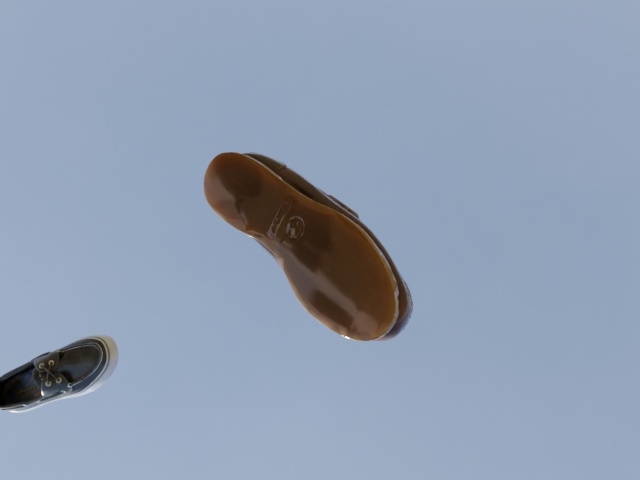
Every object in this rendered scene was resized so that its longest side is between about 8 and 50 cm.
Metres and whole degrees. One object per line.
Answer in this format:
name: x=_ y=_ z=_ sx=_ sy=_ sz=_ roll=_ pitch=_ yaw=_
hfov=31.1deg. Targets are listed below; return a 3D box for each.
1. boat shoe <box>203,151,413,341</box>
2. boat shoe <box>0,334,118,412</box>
boat shoe: x=0.000 y=0.000 z=0.851 sx=0.207 sy=0.073 sz=0.073 roll=46 pitch=-162 yaw=32
boat shoe: x=-0.246 y=0.126 z=1.049 sx=0.040 sy=0.142 sz=0.049 roll=5 pitch=-119 yaw=-62
